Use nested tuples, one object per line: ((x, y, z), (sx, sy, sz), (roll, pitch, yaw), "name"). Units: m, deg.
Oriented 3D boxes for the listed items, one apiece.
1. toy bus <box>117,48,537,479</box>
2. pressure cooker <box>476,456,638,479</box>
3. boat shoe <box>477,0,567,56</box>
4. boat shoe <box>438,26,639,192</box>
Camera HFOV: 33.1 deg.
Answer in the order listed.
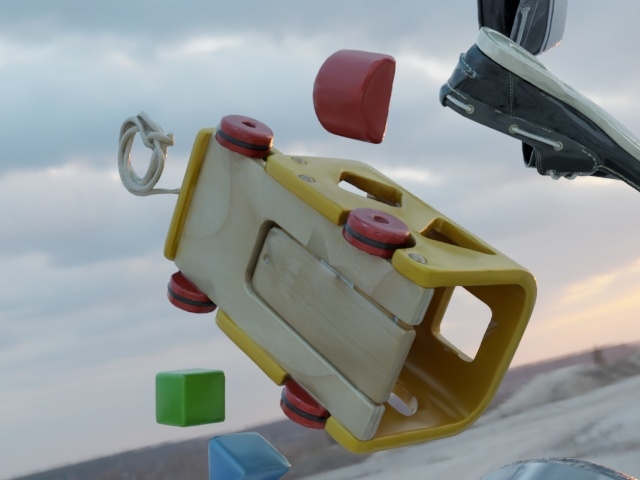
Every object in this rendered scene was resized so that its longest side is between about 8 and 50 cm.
((0.005, 0.010, 0.519), (0.104, 0.202, 0.191), (1, -17, -43), "toy bus")
((0.208, 0.462, 1.114), (0.420, 0.369, 0.376), (-31, -36, -52), "pressure cooker")
((0.218, -0.338, 1.223), (0.102, 0.108, 0.301), (-27, -46, -24), "boat shoe")
((0.210, -0.091, 0.930), (0.079, 0.233, 0.084), (-54, 14, 19), "boat shoe")
